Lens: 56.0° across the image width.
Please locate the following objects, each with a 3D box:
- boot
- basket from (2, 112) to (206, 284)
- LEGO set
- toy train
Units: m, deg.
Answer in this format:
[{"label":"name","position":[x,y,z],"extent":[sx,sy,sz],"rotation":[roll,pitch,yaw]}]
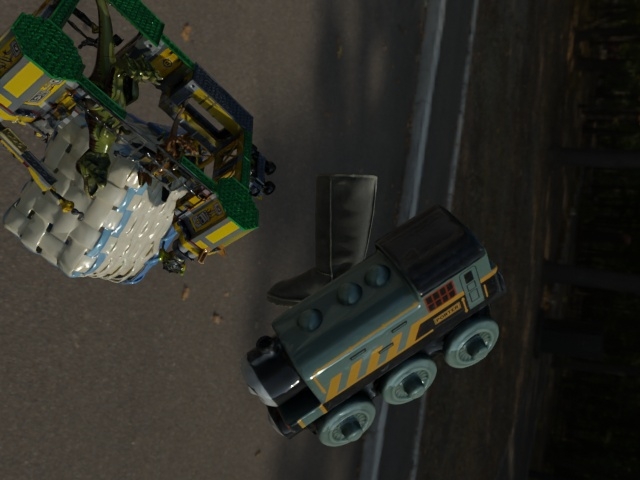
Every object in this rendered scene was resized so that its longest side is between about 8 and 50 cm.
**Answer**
[{"label":"boot","position":[0.000,0.000,0.945],"extent":[0.076,0.189,0.208],"rotation":[-25,112,-71]},{"label":"basket","position":[-0.285,-0.068,0.879],"extent":[0.255,0.201,0.289],"rotation":[-56,168,6]},{"label":"LEGO set","position":[-0.223,-0.104,0.625],"extent":[0.331,0.192,0.255],"rotation":[35,35,-42]},{"label":"toy train","position":[0.066,0.103,0.705],"extent":[0.334,0.142,0.190],"rotation":[-32,133,-3]}]
